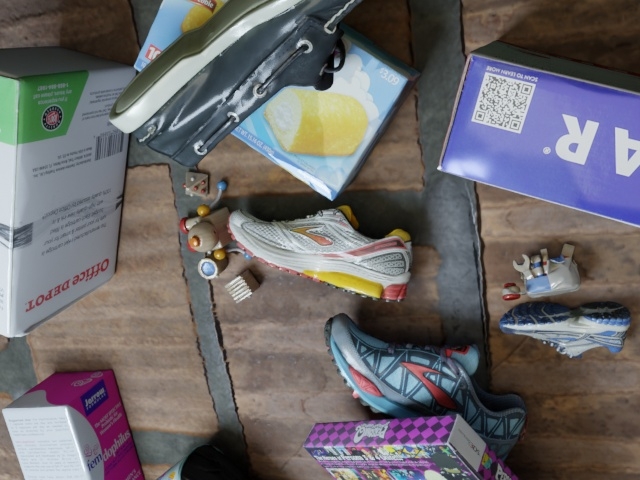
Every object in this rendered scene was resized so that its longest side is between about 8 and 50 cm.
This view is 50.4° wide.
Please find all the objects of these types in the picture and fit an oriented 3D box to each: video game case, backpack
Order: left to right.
[{"bbox_3d":[-0.147,0.374,0.893,0.144,0.166,0.188,-35,91,14],"label":"backpack"},{"bbox_3d":[0.122,0.280,0.768,0.210,0.042,0.232,47,142,-18],"label":"video game case"}]

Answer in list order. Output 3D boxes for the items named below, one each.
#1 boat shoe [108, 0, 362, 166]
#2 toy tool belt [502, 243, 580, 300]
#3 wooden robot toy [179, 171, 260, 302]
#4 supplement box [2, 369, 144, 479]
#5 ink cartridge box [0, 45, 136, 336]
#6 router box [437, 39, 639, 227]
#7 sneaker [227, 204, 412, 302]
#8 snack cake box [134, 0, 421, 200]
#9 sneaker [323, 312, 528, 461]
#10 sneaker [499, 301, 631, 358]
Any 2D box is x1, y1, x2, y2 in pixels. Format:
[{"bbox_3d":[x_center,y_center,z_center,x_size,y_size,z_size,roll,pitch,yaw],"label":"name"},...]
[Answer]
[{"bbox_3d":[-0.036,-0.176,0.625,0.340,0.127,0.113,-34,123,15],"label":"boat shoe"},{"bbox_3d":[0.236,0.034,0.735,0.083,0.052,0.051,-11,72,17],"label":"toy tool belt"},{"bbox_3d":[-0.140,0.002,0.823,0.076,0.079,0.173,-16,100,21],"label":"wooden robot toy"},{"bbox_3d":[-0.341,0.308,0.964,0.113,0.111,0.220,-8,104,19],"label":"supplement box"},{"bbox_3d":[-0.332,-0.066,0.790,0.121,0.211,0.289,17,111,12],"label":"ink cartridge box"},{"bbox_3d":[0.284,-0.078,0.542,0.335,0.301,0.082,17,112,12],"label":"router box"},{"bbox_3d":[0.000,0.000,0.786,0.225,0.088,0.093,16,90,12],"label":"sneaker"},{"bbox_3d":[-0.046,-0.184,0.730,0.264,0.089,0.152,34,114,5],"label":"snack cake box"},{"bbox_3d":[0.125,0.152,0.787,0.262,0.104,0.125,37,104,-5],"label":"sneaker"},{"bbox_3d":[0.265,0.103,0.741,0.135,0.052,0.058,-1,110,18],"label":"sneaker"}]
